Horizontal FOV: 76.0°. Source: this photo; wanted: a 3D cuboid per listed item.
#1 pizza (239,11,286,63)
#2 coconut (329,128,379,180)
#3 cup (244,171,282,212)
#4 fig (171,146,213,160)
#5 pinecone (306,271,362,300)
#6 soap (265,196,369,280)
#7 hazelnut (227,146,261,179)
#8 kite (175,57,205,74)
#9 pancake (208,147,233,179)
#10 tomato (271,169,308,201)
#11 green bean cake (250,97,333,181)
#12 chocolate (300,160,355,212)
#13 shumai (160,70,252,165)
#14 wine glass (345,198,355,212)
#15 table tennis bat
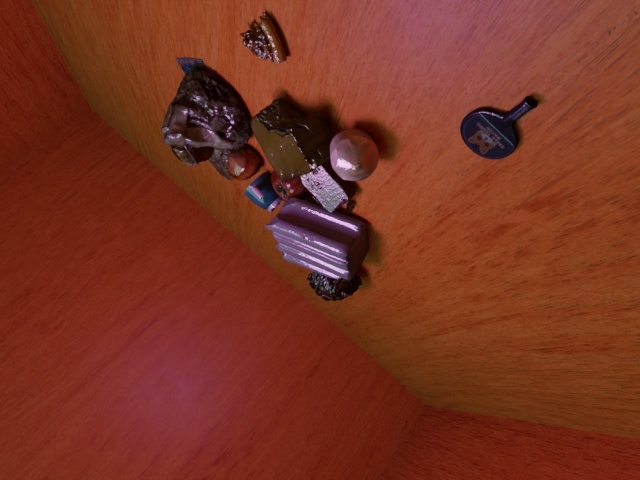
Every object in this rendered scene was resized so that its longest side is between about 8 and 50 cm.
[{"bbox_3d":[-0.205,-0.658,1.355,0.194,0.069,0.154,20,151,42],"label":"pizza"},{"bbox_3d":[0.112,-0.275,1.365,0.183,0.171,0.171,-97,-18,-49],"label":"coconut"},{"bbox_3d":[-0.284,-0.244,2.163,0.173,0.167,0.299,45,-170,-1],"label":"cup"},{"bbox_3d":[-0.657,-0.565,2.091,0.217,0.217,0.320,0,96,61],"label":"fig"},{"bbox_3d":[0.075,0.202,2.285,0.296,0.242,0.298,36,138,21],"label":"pinecone"},{"bbox_3d":[0.000,0.000,1.984,0.435,0.213,0.350,21,153,24],"label":"soap"},{"bbox_3d":[-0.392,-0.396,2.086,0.182,0.182,0.182,36,158,17],"label":"hazelnut"},{"bbox_3d":[-0.561,-0.741,1.910,0.314,0.011,0.335,44,160,-3],"label":"kite"},{"bbox_3d":[-0.559,-0.511,2.249,0.387,0.082,0.387,34,150,23],"label":"pancake"},{"bbox_3d":[-0.168,-0.266,2.040,0.225,0.085,0.225,38,158,19],"label":"tomato"},{"bbox_3d":[-0.086,-0.396,1.513,0.310,0.202,0.285,4,125,57],"label":"green bean cake"},{"bbox_3d":[0.031,-0.233,1.695,0.214,0.093,0.148,50,132,-7],"label":"chocolate"},{"bbox_3d":[-0.548,-0.524,1.836,0.395,0.348,0.395,32,152,19],"label":"shumai"},{"bbox_3d":[0.061,-0.180,1.824,0.198,0.066,0.066,25,153,38],"label":"wine glass"},{"bbox_3d":[0.440,-0.281,1.015,0.150,0.027,0.236,43,162,-1],"label":"table tennis bat"}]
